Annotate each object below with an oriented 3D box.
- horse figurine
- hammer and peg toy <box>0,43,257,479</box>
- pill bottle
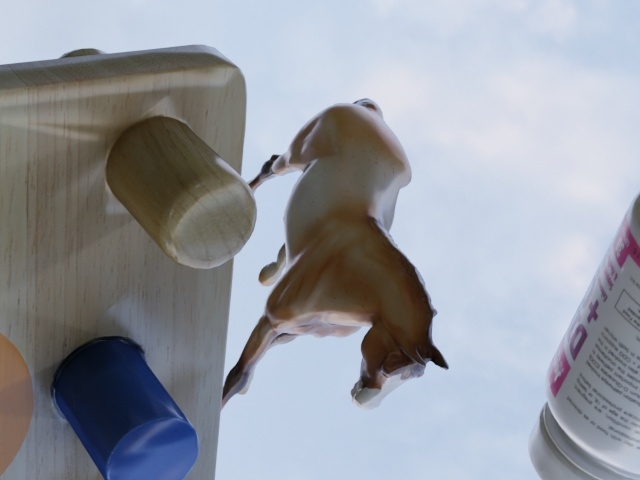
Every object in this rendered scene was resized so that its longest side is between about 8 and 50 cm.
[{"bbox_3d":[0.000,0.000,0.774,0.174,0.066,0.263,-42,-154,38],"label":"horse figurine"},{"bbox_3d":[-0.151,0.106,0.534,0.266,0.361,0.127,-12,-147,-29],"label":"hammer and peg toy"},{"bbox_3d":[0.292,0.102,1.216,0.160,0.283,0.160,13,-146,-9],"label":"pill bottle"}]
